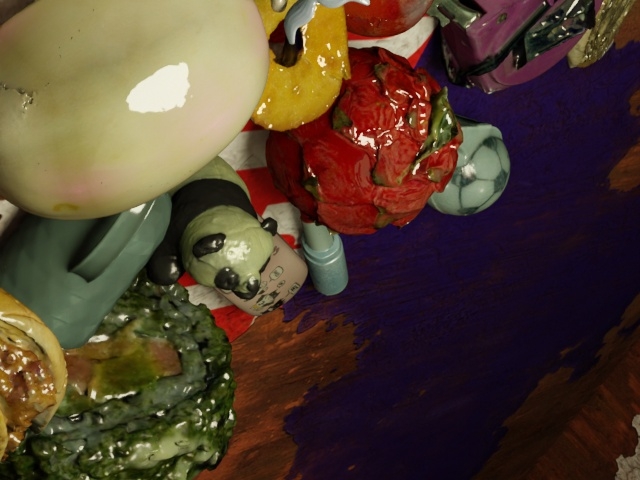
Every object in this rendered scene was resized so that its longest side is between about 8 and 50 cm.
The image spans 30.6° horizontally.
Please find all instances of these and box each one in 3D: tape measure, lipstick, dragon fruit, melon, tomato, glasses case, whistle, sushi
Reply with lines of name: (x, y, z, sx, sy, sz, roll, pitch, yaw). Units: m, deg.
tape measure: (0.262, -0.308, 1.560, 0.245, 0.149, 0.231, -40, 153, 1)
lipstick: (0.000, 0.000, 1.767, 0.061, 0.068, 0.274, -30, 153, -8)
dragon fruit: (0.049, -0.117, 1.478, 0.244, 0.244, 0.299, -28, 169, -24)
melon: (-0.198, -0.147, 1.129, 0.317, 0.223, 0.223, -30, 151, -14)
tomato: (0.100, -0.312, 1.402, 0.189, 0.099, 0.173, -26, 148, -30)
glasses case: (-0.106, 0.029, 1.668, 0.122, 0.075, 0.314, -44, 153, -1)
whistle: (0.189, -0.111, 1.759, 0.290, 0.163, 0.163, -7, 137, -46)
sushi: (-0.276, 0.199, 1.467, 0.352, 0.294, 0.178, -18, 141, -32)

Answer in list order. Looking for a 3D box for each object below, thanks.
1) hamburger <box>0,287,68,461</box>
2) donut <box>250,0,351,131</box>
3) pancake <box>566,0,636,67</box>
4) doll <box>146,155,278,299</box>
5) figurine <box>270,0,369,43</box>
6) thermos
hamburger: (-0.390, 0.112, 1.215, 0.155, 0.245, 0.282, -65, 157, -44)
donut: (-0.052, -0.223, 1.315, 0.174, 0.075, 0.190, -31, 122, -26)
pancake: (0.436, -0.371, 1.727, 0.282, 0.049, 0.282, -52, 161, -26)
doll: (-0.136, -0.014, 1.410, 0.144, 0.234, 0.135, 7, 121, -24)
figurine: (-0.039, -0.305, 1.156, 0.128, 0.208, 0.184, -26, -170, 21)
thermos: (-0.252, -0.014, 1.320, 0.145, 0.182, 0.286, 31, 110, -21)
